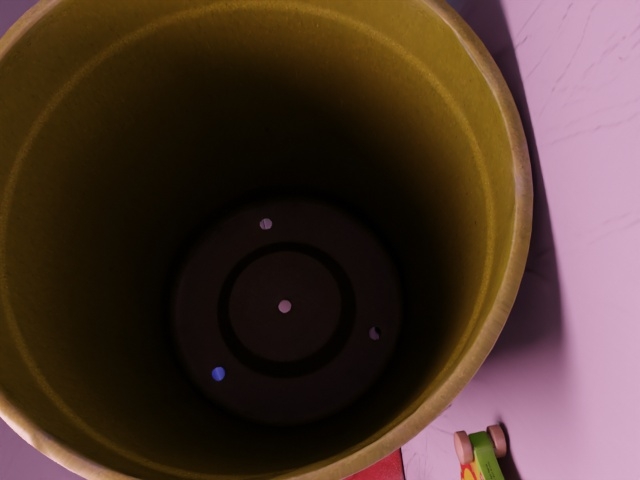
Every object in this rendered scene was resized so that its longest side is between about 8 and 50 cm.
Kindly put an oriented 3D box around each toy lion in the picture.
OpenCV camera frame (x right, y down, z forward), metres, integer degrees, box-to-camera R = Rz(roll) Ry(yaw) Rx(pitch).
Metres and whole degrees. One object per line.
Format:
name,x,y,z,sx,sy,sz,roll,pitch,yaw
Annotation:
toy lion,0.119,0.185,0.619,0.100,0.034,0.096,-109,10,-55

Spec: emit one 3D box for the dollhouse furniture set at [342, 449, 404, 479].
dollhouse furniture set,-0.109,0.247,0.992,0.201,0.374,0.152,117,143,-70

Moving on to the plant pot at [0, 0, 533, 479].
plant pot,-0.044,0.016,0.698,0.353,0.367,0.366,74,-171,-73

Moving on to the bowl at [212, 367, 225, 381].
bowl,-0.150,0.111,1.690,0.391,0.077,0.391,-42,41,51

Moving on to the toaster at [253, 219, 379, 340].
toaster,-0.012,0.032,0.978,0.129,0.147,0.227,-108,17,-53
